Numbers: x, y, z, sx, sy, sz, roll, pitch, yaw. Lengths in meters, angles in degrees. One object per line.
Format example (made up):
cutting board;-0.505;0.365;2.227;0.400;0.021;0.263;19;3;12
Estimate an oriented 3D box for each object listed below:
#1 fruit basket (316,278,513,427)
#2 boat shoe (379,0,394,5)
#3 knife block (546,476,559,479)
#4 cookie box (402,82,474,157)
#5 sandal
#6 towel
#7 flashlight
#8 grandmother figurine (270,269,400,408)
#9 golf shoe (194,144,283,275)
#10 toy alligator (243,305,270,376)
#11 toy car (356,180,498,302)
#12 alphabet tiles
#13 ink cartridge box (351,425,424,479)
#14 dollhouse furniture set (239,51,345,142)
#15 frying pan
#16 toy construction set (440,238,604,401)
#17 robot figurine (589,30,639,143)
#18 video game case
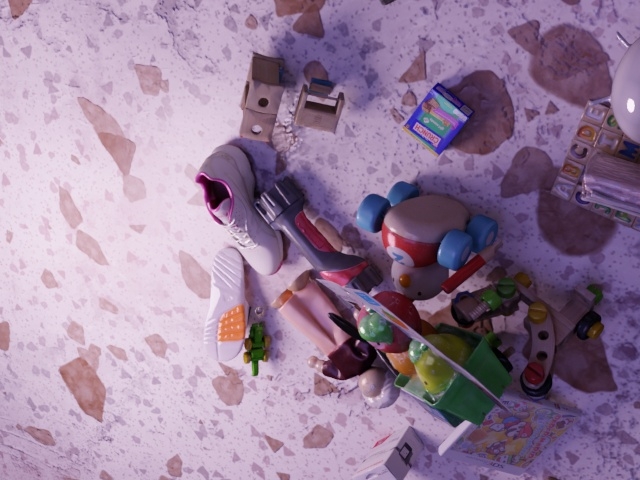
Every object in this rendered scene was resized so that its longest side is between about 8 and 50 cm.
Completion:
fruit basket;0.157;0.193;1.776;0.353;0.327;0.165;33;84;-13
boat shoe;0.081;-0.525;1.734;0.070;0.078;0.219;-23;103;34
knife block;0.615;0.597;2.000;0.242;0.088;0.275;-29;98;35
cookie box;0.221;-0.227;1.830;0.092;0.040;0.107;40;127;5
sandal;-0.204;0.147;2.237;0.102;0.076;0.265;8;97;16
towel;0.583;-0.059;1.541;0.332;0.317;0.053;19;107;15
flashlight;0.000;0.000;2.037;0.304;0.103;0.103;51;131;3
grandmother figurine;0.041;0.232;2.126;0.342;0.104;0.208;46;135;4
golf shoe;-0.181;-0.047;2.080;0.115;0.140;0.306;-16;107;32
toy alligator;-0.151;0.227;2.259;0.051;0.056;0.189;-132;42;-57
toy car;0.188;0.042;1.867;0.219;0.210;0.238;25;118;27
alphabet tiles;0.540;-0.144;1.718;0.198;0.009;0.237;25;124;16
ink cartridge box;0.151;0.495;2.162;0.109;0.150;0.063;-35;95;36
dollhouse furniture set;-0.061;-0.272;1.934;0.184;0.129;0.129;11;124;-11
frying pan;0.133;0.216;2.006;0.053;0.197;0.326;-42;105;8
toy construction set;0.386;0.114;1.811;0.309;0.237;0.257;53;174;-36
robot figurine;0.615;-0.222;1.519;0.353;0.200;0.300;20;81;18
video game case;0.388;0.397;1.996;0.206;0.026;0.227;18;128;-20
